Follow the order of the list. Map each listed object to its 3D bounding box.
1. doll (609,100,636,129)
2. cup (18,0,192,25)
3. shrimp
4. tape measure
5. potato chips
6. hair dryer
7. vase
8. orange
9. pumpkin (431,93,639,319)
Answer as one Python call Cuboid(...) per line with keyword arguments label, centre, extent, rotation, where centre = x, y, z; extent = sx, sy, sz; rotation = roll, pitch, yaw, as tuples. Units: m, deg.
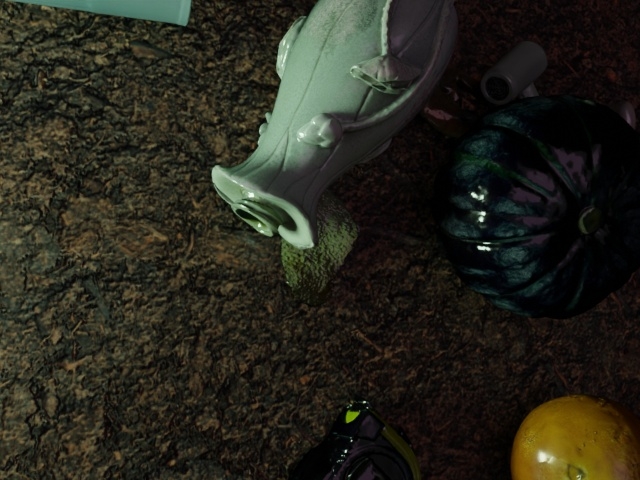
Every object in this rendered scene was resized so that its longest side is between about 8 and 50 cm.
Cuboid(label="doll", centre=(0.575, -0.178, 1.312), extent=(0.161, 0.059, 0.160), rotation=(-26, 93, -20))
Cuboid(label="cup", centre=(-0.323, -0.458, 0.910), extent=(0.311, 0.331, 0.256), rotation=(1, 63, -16))
Cuboid(label="shrimp", centre=(0.269, -0.232, 1.222), extent=(0.251, 0.052, 0.143), rotation=(29, 63, -21))
Cuboid(label="tape measure", centre=(0.070, 0.366, 1.059), extent=(0.186, 0.112, 0.199), rotation=(46, 74, -11))
Cuboid(label="potato chips", centre=(0.000, 0.000, 1.121), extent=(0.142, 0.026, 0.209), rotation=(-11, 86, -16))
Cuboid(label="hair dryer", centre=(0.382, -0.228, 1.249), extent=(0.131, 0.073, 0.236), rotation=(-43, 112, -34))
Cuboid(label="vase", centre=(0.024, -0.205, 1.042), extent=(0.250, 0.250, 0.445), rotation=(37, 76, -11))
Cuboid(label="orange", centre=(0.428, 0.368, 1.109), extent=(0.240, 0.240, 0.239), rotation=(2, 83, -18))
Cuboid(label="pumpkin", centre=(0.361, -0.052, 1.109), extent=(0.364, 0.266, 0.363), rotation=(-4, 102, -18))
